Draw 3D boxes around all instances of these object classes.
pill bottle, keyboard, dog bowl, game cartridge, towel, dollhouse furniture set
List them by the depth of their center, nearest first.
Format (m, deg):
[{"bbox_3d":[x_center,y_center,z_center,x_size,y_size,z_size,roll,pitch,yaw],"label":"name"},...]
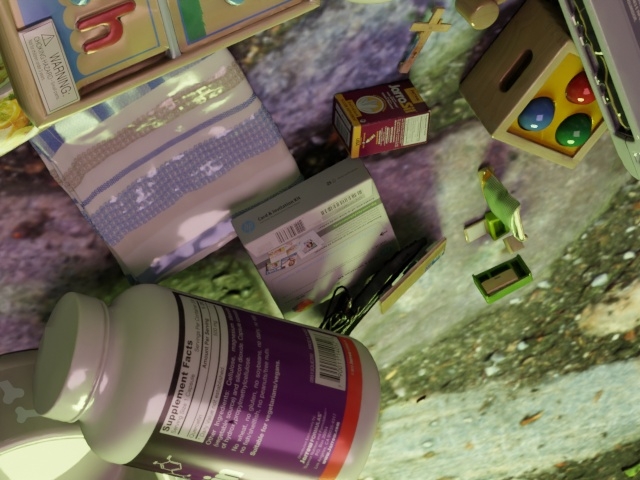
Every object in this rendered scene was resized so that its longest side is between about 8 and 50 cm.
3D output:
[{"bbox_3d":[-0.146,-0.082,1.817,0.209,0.034,0.285,-31,138,0],"label":"towel"},{"bbox_3d":[0.334,-0.225,1.848,0.196,0.060,0.294,-38,125,-16],"label":"game cartridge"},{"bbox_3d":[-0.114,0.150,1.892,0.323,0.181,0.181,16,122,-23],"label":"pill bottle"},{"bbox_3d":[0.036,0.062,2.016,0.100,0.038,0.192,-40,170,-47],"label":"keyboard"},{"bbox_3d":[-0.311,0.275,2.019,0.349,0.102,0.349,-15,136,-15],"label":"dog bowl"},{"bbox_3d":[0.184,-0.004,2.039,0.058,0.076,0.151,-26,138,-5],"label":"dollhouse furniture set"}]

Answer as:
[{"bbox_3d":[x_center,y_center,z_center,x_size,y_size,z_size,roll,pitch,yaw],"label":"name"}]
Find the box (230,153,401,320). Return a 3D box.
[{"bbox_3d":[0.000,0.000,1.942,0.145,0.038,0.186,-28,150,-1],"label":"box"}]

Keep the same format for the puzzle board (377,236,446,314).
[{"bbox_3d":[0.096,0.037,2.018,0.096,0.011,0.128,-45,174,-3],"label":"puzzle board"}]

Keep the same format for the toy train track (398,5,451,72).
[{"bbox_3d":[0.097,-0.198,1.853,0.048,0.014,0.083,-2,137,-36],"label":"toy train track"}]

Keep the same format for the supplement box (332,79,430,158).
[{"bbox_3d":[0.060,-0.120,1.875,0.083,0.055,0.043,-13,135,-18],"label":"supplement box"}]

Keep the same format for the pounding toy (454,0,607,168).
[{"bbox_3d":[0.223,-0.184,1.874,0.206,0.094,0.181,18,120,-40],"label":"pounding toy"}]

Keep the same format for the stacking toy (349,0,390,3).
[{"bbox_3d":[0.131,-0.380,1.493,0.350,0.350,0.480,12,133,-36],"label":"stacking toy"}]

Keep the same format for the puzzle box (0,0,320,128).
[{"bbox_3d":[-0.157,-0.308,1.460,0.272,0.052,0.409,-26,131,-16],"label":"puzzle box"}]

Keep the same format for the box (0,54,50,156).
[{"bbox_3d":[-0.335,-0.093,1.679,0.324,0.067,0.063,-30,137,2],"label":"box"}]
